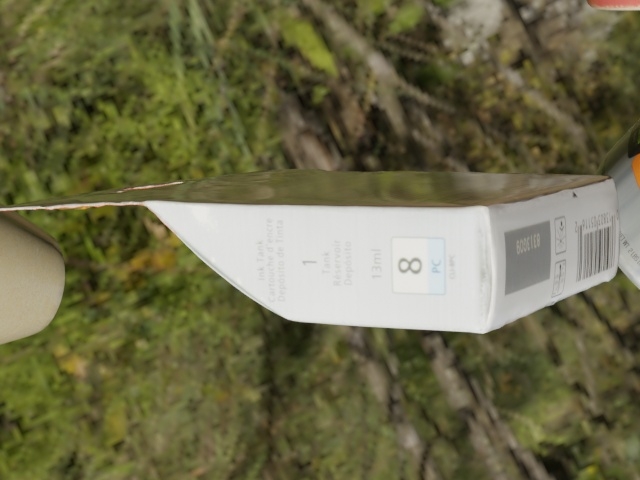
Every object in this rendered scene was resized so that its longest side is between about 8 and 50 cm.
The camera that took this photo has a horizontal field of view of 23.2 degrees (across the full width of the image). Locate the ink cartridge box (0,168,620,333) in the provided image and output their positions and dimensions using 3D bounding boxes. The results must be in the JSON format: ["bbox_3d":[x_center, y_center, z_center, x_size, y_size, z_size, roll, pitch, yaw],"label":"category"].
[{"bbox_3d":[0.000,0.000,1.179,0.385,0.091,0.308,0,-174,26],"label":"ink cartridge box"}]

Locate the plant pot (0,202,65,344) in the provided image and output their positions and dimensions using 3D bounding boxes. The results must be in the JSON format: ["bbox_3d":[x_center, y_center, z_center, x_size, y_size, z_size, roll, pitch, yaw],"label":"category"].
[{"bbox_3d":[-0.443,0.032,1.795,0.274,0.256,0.256,10,150,-44],"label":"plant pot"}]

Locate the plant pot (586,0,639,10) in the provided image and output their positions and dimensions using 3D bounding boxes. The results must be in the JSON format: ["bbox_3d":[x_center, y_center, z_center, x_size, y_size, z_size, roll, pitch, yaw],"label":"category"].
[{"bbox_3d":[0.246,-0.263,0.909,0.275,0.243,0.275,-4,-169,1],"label":"plant pot"}]

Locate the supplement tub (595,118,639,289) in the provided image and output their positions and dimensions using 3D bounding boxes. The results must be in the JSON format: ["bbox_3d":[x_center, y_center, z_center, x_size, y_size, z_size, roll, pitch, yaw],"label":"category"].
[{"bbox_3d":[0.378,-0.086,1.256,0.193,0.193,0.316,-20,158,-40],"label":"supplement tub"}]
